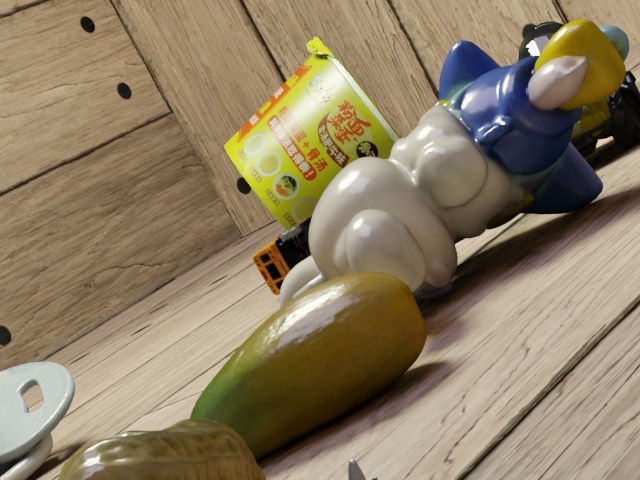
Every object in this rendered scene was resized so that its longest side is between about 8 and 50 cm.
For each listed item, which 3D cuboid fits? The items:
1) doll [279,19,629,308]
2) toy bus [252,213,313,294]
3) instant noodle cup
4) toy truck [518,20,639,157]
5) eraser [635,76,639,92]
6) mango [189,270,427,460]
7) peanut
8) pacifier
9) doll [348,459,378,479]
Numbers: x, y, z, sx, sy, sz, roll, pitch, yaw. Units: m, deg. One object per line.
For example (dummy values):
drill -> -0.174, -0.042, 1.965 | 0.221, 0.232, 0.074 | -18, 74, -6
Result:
doll -> 0.125, -0.044, 1.429 | 0.365, 0.187, 0.376 | -41, 18, -12
toy bus -> 0.000, 0.000, 2.170 | 0.194, 0.083, 0.088 | -33, 5, -40
instant noodle cup -> 0.005, -0.127, 2.385 | 0.221, 0.311, 0.311 | -38, 4, 2
toy truck -> 0.280, -0.168, 1.786 | 0.147, 0.165, 0.224 | -27, 5, 19
eraser -> 0.465, -0.204, 1.562 | 0.279, 0.081, 0.124 | -30, 4, -12
mango -> -0.013, 0.096, 1.125 | 0.194, 0.092, 0.130 | -38, 8, -9
peanut -> -0.093, 0.149, 0.892 | 0.093, 0.083, 0.194 | -19, -8, 18
pacifier -> -0.424, 0.195, 1.724 | 0.287, 0.226, 0.238 | -30, 23, -2
doll -> -0.073, 0.173, 0.770 | 0.227, 0.057, 0.114 | -27, 8, -6
